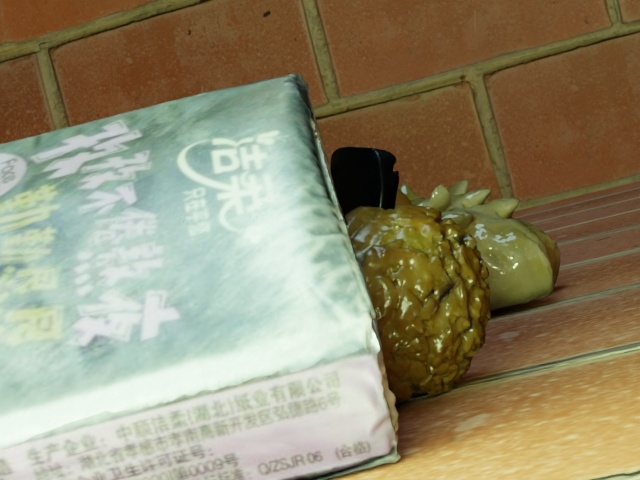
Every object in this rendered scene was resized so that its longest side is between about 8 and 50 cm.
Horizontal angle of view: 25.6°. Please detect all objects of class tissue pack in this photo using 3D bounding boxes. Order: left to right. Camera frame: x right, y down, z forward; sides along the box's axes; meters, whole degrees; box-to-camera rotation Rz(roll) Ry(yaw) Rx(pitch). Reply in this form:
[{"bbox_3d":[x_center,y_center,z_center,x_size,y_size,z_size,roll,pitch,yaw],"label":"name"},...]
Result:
[{"bbox_3d":[-0.153,0.045,0.779,0.361,0.122,0.259,-14,41,-2],"label":"tissue pack"}]

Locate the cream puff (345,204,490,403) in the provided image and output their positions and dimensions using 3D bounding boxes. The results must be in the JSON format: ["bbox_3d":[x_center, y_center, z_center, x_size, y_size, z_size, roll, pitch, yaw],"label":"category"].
[{"bbox_3d":[0.055,0.041,0.903,0.103,0.126,0.144,5,20,29],"label":"cream puff"}]

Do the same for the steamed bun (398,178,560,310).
[{"bbox_3d":[0.086,0.015,1.329,0.295,0.137,0.292,-13,4,-39],"label":"steamed bun"}]

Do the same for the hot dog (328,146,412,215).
[{"bbox_3d":[-0.005,0.021,1.156,0.107,0.194,0.326,10,-6,-32],"label":"hot dog"}]
